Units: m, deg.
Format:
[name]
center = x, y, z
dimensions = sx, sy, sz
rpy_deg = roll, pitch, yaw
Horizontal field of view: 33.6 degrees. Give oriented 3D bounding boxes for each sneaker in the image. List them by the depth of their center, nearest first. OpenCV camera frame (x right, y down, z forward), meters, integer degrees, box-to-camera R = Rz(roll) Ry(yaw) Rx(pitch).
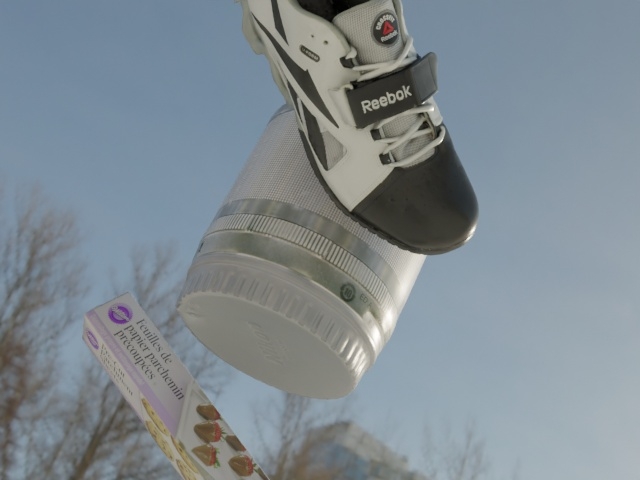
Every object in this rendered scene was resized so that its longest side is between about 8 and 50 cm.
[sneaker]
center = 0.038, -0.137, 0.932
dimensions = 0.330, 0.122, 0.146
rpy_deg = 55, -23, 5

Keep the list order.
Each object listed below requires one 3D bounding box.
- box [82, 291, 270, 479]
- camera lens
[box]
center = -0.156, 0.203, 1.196
dimensions = 0.324, 0.063, 0.067
rpy_deg = 50, -33, 18
[camera lens]
center = 0.000, 0.000, 1.120
dimensions = 0.219, 0.274, 0.219
rpy_deg = 21, -28, 12
